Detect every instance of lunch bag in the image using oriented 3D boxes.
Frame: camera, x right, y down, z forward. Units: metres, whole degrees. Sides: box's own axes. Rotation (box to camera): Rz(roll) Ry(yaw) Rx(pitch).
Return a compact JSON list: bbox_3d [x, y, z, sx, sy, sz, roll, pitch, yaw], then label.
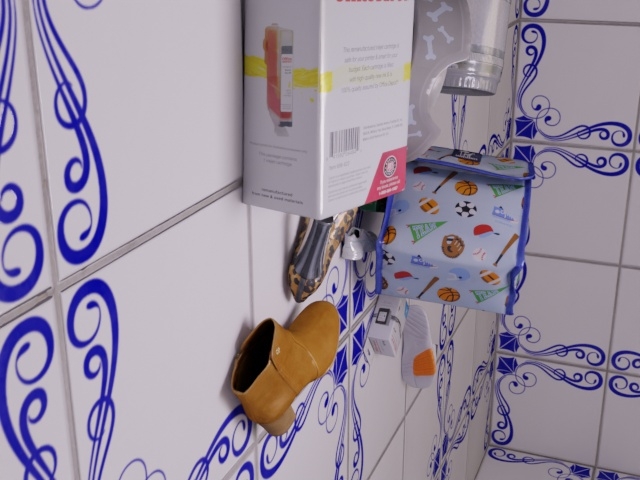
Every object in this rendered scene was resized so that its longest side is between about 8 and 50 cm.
[{"bbox_3d":[0.309,-0.063,2.030,0.239,0.327,0.386,90,14,-50],"label":"lunch bag"}]

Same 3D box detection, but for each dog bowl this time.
[{"bbox_3d":[0.147,-0.327,1.689,0.348,0.102,0.349,-169,-90,-67],"label":"dog bowl"}]

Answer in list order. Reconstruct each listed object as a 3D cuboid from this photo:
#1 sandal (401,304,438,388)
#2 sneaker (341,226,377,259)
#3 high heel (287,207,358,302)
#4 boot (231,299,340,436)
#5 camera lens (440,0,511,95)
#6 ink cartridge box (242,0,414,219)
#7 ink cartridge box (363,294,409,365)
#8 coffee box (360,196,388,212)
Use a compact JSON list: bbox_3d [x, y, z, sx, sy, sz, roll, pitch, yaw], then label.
[{"bbox_3d":[0.287,0.294,2.537,0.076,0.101,0.265,-40,132,-57],"label":"sandal"},{"bbox_3d":[0.091,-0.003,1.975,0.152,0.053,0.061,-33,125,-63],"label":"sneaker"},{"bbox_3d":[0.000,0.000,1.732,0.261,0.093,0.186,-57,167,-65],"label":"high heel"},{"bbox_3d":[-0.055,0.185,1.581,0.211,0.104,0.295,70,38,-52],"label":"boot"},{"bbox_3d":[0.362,-0.516,2.273,0.219,0.219,0.274,-4,101,-69],"label":"camera lens"},{"bbox_3d":[0.017,-0.255,1.463,0.279,0.160,0.385,-20,117,-52],"label":"ink cartridge box"},{"bbox_3d":[0.166,0.221,2.244,0.104,0.060,0.180,66,37,-55],"label":"ink cartridge box"},{"bbox_3d":[0.132,-0.156,2.044,0.113,0.040,0.184,-7,103,-72],"label":"coffee box"}]
